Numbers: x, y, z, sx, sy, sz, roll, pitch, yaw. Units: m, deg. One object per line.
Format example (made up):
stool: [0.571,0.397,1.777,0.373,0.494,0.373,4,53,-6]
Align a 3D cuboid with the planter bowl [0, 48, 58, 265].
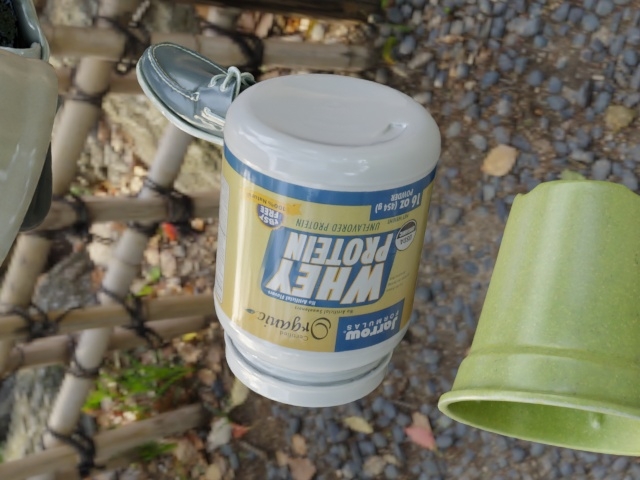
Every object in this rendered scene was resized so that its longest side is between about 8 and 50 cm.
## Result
planter bowl: [-0.240,-0.051,0.620,0.162,0.109,0.162,-36,44,44]

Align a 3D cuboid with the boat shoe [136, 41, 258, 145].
boat shoe: [-0.083,-0.160,1.238,0.319,0.116,0.099,37,136,17]

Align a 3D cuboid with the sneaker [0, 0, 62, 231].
sneaker: [-0.373,-0.171,1.231,0.146,0.123,0.330,1,102,59]

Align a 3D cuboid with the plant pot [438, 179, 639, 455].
plant pot: [0.282,0.081,1.139,0.276,0.276,0.253,-5,67,41]

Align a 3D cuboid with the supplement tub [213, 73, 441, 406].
supplement tub: [0.000,0.000,0.730,0.144,0.144,0.199,31,128,36]
